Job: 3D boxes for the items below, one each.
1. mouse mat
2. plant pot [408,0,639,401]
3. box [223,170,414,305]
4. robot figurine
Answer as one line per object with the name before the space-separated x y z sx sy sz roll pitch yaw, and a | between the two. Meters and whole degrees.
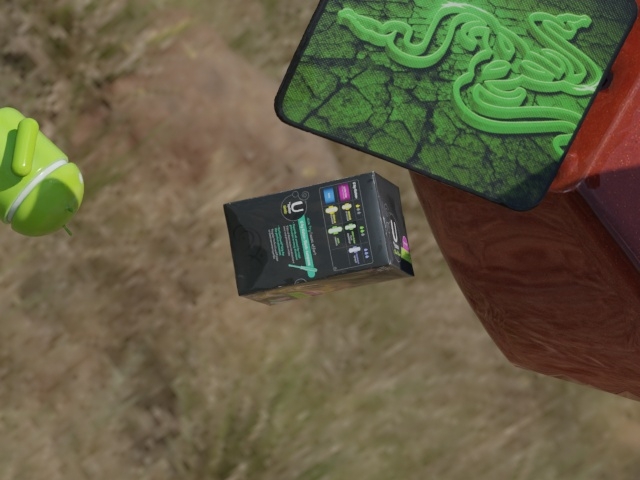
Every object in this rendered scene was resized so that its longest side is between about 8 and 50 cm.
mouse mat | 0.082 -0.109 1.124 0.190 0.152 0.007 19 18 -21
plant pot | 0.224 -0.053 1.379 0.236 0.267 0.267 41 73 -36
box | 0.000 0.000 0.985 0.062 0.083 0.052 25 54 -74
robot figurine | -0.220 -0.050 1.356 0.115 0.101 0.067 42 70 8
